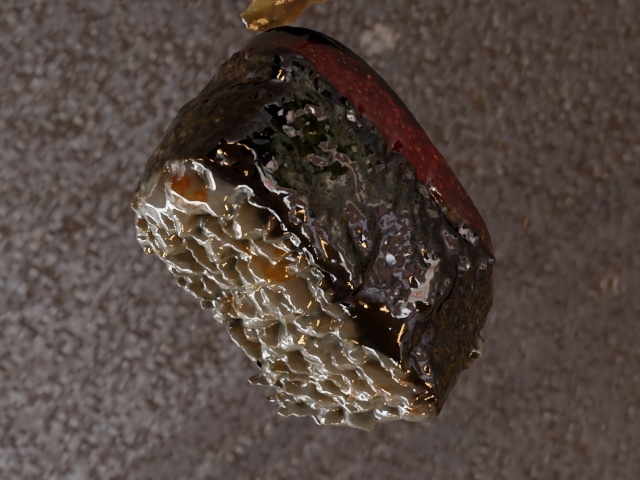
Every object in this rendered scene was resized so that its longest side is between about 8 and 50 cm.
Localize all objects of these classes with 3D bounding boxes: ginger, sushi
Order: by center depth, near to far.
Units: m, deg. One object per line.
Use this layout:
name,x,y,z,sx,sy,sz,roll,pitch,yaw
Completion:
sushi,0.000,0.000,0.943,0.136,0.126,0.225,-5,127,42
ginger,0.010,-0.171,1.019,0.137,0.044,0.057,-28,123,4
